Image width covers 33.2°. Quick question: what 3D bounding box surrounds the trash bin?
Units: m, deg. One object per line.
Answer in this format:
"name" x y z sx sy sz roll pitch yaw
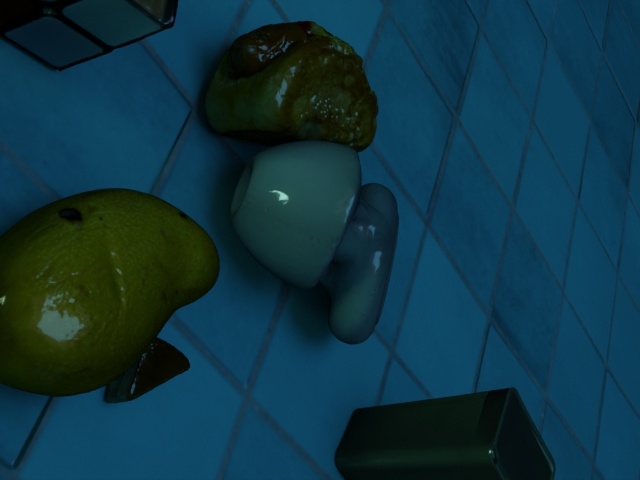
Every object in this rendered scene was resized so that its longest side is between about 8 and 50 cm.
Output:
"trash bin" 0.164 0.297 1.417 0.164 0.240 0.122 57 40 -28

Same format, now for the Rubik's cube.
"Rubik's cube" -0.247 -0.296 1.034 0.180 0.167 0.183 29 57 -48

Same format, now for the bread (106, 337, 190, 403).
"bread" -0.184 0.126 1.124 0.109 0.043 0.062 -22 101 -55

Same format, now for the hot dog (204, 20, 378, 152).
"hot dog" -0.031 -0.197 1.359 0.256 0.150 0.153 6 86 -55

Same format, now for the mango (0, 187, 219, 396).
"mango" -0.219 0.044 1.030 0.295 0.120 0.177 -33 101 -56

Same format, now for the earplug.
"earplug" 0.011 -0.001 1.356 0.325 0.175 0.214 50 43 -51
